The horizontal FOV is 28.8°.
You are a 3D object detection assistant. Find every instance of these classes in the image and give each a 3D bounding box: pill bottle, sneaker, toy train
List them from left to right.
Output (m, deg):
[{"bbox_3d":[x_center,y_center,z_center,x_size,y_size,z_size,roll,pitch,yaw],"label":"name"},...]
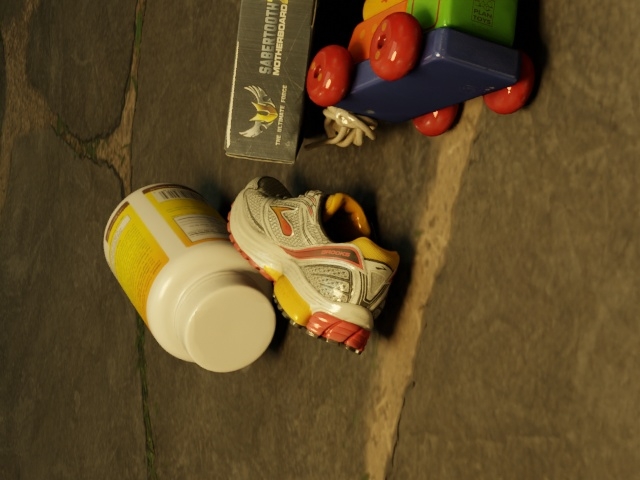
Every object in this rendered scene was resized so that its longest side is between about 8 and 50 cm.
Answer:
[{"bbox_3d":[-0.118,0.035,1.148,0.215,0.117,0.117,45,127,56],"label":"pill bottle"},{"bbox_3d":[0.000,0.000,0.976,0.093,0.088,0.225,-59,34,11],"label":"sneaker"},{"bbox_3d":[0.049,-0.150,0.859,0.248,0.105,0.144,-11,69,63],"label":"toy train"}]

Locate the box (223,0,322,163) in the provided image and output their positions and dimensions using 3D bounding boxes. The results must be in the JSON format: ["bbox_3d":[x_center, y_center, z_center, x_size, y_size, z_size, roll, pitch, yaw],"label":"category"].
[{"bbox_3d":[-0.028,-0.185,0.967,0.183,0.059,0.233,-78,-4,-79],"label":"box"}]
